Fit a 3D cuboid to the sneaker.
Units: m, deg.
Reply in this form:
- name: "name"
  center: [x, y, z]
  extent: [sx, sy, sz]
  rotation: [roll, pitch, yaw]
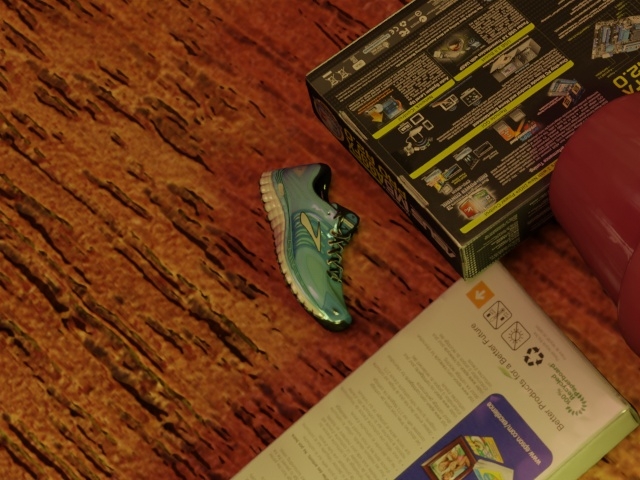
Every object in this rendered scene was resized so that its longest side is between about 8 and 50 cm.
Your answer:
- name: "sneaker"
  center: [0.000, 0.000, 1.493]
  extent: [0.073, 0.063, 0.162]
  rotation: [-21, 65, 10]

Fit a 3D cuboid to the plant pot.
- name: "plant pot"
  center: [0.276, -0.013, 1.325]
  extent: [0.201, 0.201, 0.180]
  rotation: [-46, 49, 1]

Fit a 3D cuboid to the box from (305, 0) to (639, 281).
- name: "box"
  center: [0.157, -0.126, 1.443]
  extent: [0.270, 0.060, 0.216]
  rotation: [-36, 62, -10]

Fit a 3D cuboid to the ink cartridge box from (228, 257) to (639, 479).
- name: "ink cartridge box"
  center: [0.057, 0.196, 1.399]
  extent: [0.371, 0.069, 0.175]
  rotation: [-40, 62, 1]
